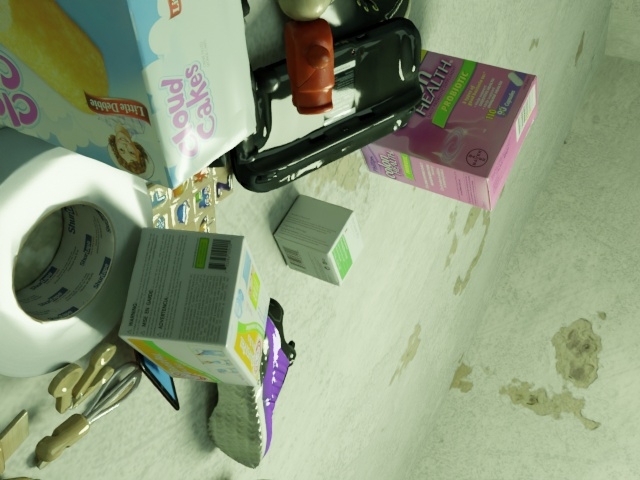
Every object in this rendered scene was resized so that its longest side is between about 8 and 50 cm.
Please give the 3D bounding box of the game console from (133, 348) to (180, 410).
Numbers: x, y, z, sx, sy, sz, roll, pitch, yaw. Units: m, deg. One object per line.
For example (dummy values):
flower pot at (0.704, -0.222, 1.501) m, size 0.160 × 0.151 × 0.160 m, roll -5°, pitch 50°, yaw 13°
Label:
game console at (-0.175, 0.111, 0.845) m, size 0.124 × 0.085 × 0.144 m, roll -47°, pitch 152°, yaw -21°

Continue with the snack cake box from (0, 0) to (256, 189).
snack cake box at (-0.176, -0.149, 0.446) m, size 0.089 × 0.264 × 0.152 m, roll -46°, pitch 146°, yaw -40°

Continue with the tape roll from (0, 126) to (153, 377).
tape roll at (-0.253, 0.009, 0.640) m, size 0.219 × 0.072 × 0.219 m, roll -43°, pitch 143°, yaw -44°

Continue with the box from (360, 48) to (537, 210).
box at (0.225, -0.201, 1.240) m, size 0.213 × 0.243 × 0.117 m, roll -61°, pitch 153°, yaw -16°

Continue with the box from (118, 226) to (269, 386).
box at (-0.122, 0.079, 0.750) m, size 0.203 × 0.103 × 0.114 m, roll 81°, pitch 15°, yaw -68°

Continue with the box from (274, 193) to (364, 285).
box at (0.000, 0.000, 1.105) m, size 0.087 × 0.102 × 0.101 m, roll -59°, pitch 152°, yaw -25°

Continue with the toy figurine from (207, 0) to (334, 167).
toy figurine at (-0.103, -0.177, 0.642) m, size 0.213 × 0.210 × 0.148 m, roll -40°, pitch 136°, yaw -45°

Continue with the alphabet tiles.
alphabet tiles at (-0.168, -0.050, 0.843) m, size 0.198 × 0.009 × 0.237 m, roll -42°, pitch 144°, yaw -45°

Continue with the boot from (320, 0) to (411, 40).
boot at (0.041, -0.326, 0.951) m, size 0.236 × 0.085 × 0.178 m, roll -51°, pitch 151°, yaw -20°

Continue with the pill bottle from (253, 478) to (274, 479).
pill bottle at (-0.157, 0.530, 1.063) m, size 0.363 × 0.210 × 0.210 m, roll -17°, pitch 123°, yaw -59°

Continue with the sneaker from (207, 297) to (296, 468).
sneaker at (-0.091, 0.214, 1.083) m, size 0.146 × 0.102 × 0.293 m, roll -39°, pitch 141°, yaw -48°

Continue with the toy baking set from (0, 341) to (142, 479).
toy baking set at (-0.263, 0.199, 0.739) m, size 0.197 × 0.030 × 0.256 m, roll -49°, pitch 169°, yaw -14°

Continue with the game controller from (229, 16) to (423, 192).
game controller at (0.016, -0.183, 0.943) m, size 0.319 × 0.067 × 0.166 m, roll -29°, pitch 129°, yaw -28°
